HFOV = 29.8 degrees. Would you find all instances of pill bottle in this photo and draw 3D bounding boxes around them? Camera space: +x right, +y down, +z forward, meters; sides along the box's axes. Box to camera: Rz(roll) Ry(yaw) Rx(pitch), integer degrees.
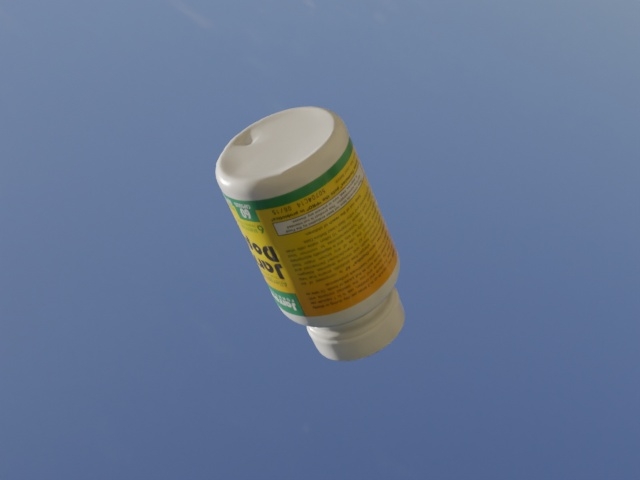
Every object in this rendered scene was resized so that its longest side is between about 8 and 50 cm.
[{"bbox_3d":[0.000,0.000,1.041,0.117,0.118,0.208,-100,-12,-57],"label":"pill bottle"}]
